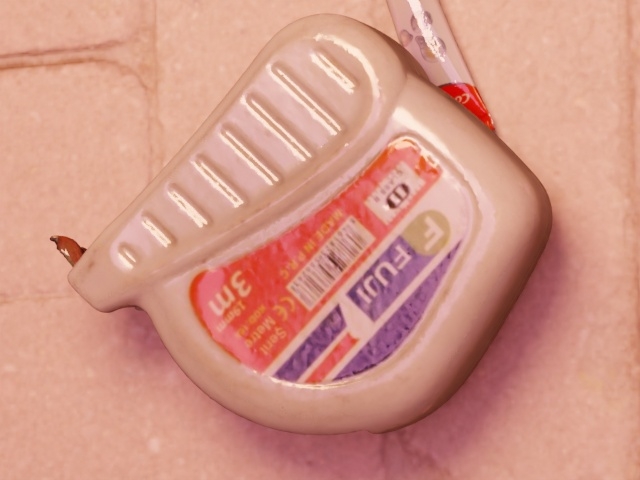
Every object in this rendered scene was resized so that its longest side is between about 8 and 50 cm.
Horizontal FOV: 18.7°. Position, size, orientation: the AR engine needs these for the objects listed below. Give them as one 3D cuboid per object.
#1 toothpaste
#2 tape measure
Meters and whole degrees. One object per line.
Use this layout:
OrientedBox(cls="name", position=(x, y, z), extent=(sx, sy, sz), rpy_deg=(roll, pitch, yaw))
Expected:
OrientedBox(cls="toothpaste", position=(0.065, -0.155, 1.326), extent=(0.048, 0.031, 0.190), rpy_deg=(-22, 81, 16))
OrientedBox(cls="tape measure", position=(0.000, 0.000, 1.277), extent=(0.265, 0.130, 0.258), rpy_deg=(44, 98, 10))
